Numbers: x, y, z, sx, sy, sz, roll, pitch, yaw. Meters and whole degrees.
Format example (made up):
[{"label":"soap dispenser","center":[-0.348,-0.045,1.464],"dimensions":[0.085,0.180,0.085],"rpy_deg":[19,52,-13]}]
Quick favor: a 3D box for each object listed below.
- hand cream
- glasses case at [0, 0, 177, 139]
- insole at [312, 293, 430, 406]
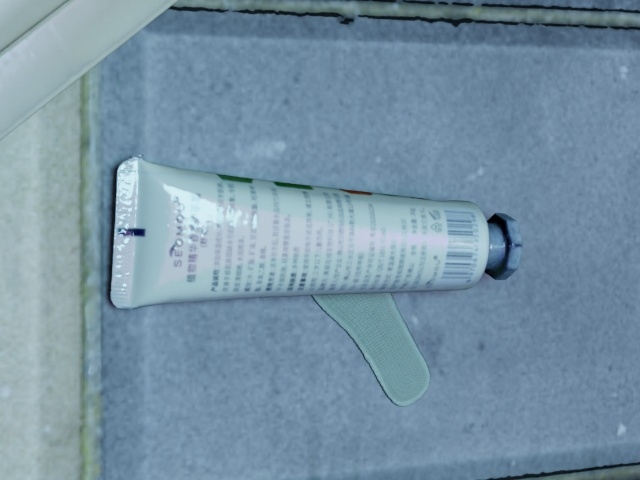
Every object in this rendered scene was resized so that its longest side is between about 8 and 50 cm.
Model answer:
[{"label":"hand cream","center":[0.000,0.000,1.091],"dimensions":[0.276,0.059,0.095],"rpy_deg":[3,94,-23]},{"label":"glasses case","center":[-0.219,-0.081,0.915],"dimensions":[0.336,0.144,0.076],"rpy_deg":[-42,112,-20]},{"label":"insole","center":[0.030,0.049,1.141],"dimensions":[0.053,0.002,0.152],"rpy_deg":[-38,111,-21]}]
